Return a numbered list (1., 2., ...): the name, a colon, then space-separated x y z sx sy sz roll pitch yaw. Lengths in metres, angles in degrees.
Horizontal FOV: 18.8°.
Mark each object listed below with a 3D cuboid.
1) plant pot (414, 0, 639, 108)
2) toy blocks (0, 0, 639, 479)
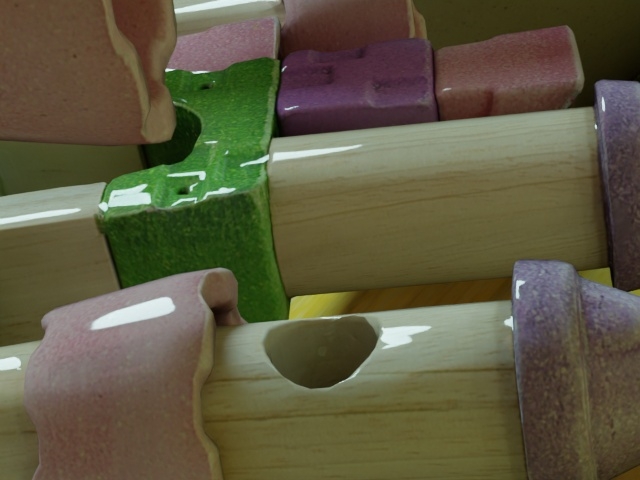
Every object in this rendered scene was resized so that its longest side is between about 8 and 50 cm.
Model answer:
1. plant pot: 0.029 -0.126 0.807 0.284 0.284 0.191 -58 -15 -61
2. toy blocks: 0.000 0.000 0.521 0.260 0.309 0.288 -6 28 6
